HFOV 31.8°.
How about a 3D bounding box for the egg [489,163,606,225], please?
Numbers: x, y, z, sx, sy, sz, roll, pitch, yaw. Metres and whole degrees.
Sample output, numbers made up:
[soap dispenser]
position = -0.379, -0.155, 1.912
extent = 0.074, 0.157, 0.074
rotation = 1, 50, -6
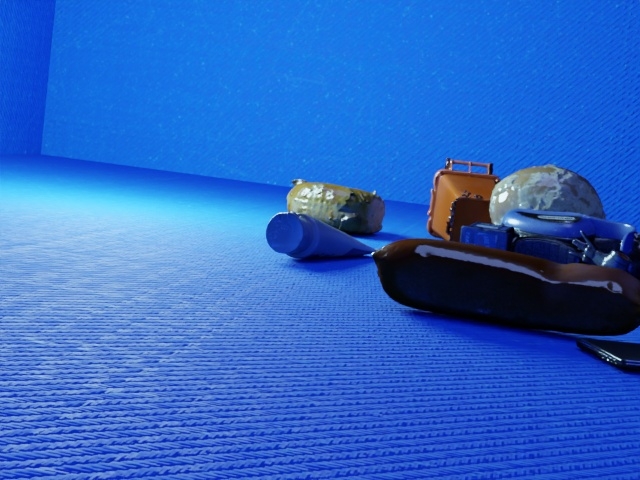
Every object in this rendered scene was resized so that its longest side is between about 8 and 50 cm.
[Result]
[egg]
position = 0.455, -0.054, 2.270
extent = 0.245, 0.203, 0.203
rotation = 15, 3, -15

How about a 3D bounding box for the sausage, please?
[sausage]
position = 0.233, 0.060, 1.376
extent = 0.348, 0.094, 0.097
rotation = 10, 19, 15

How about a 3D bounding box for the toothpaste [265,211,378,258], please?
[toothpaste]
position = 0.000, 0.000, 1.877
extent = 0.114, 0.073, 0.299
rotation = 9, -2, 23

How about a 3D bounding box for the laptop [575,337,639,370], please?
[laptop]
position = 0.386, 0.131, 1.229
extent = 0.180, 0.016, 0.129
rotation = 5, 6, -10

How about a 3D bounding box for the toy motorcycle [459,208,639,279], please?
[toy motorcycle]
position = 0.425, 0.027, 1.855
extent = 0.359, 0.125, 0.213
rotation = 7, 13, 25

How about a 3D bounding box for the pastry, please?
[pastry]
position = 0.039, -0.069, 2.416
extent = 0.218, 0.100, 0.229
rotation = 10, 0, -15

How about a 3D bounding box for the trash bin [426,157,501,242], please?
[trash bin]
position = 0.330, -0.073, 2.467
extent = 0.161, 0.184, 0.238
rotation = 6, 11, -3
